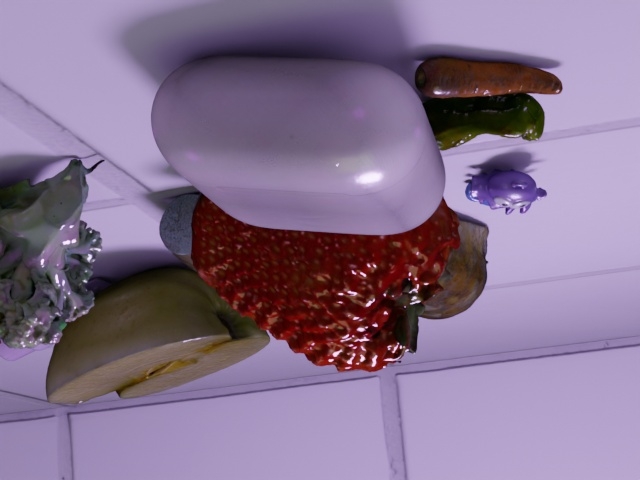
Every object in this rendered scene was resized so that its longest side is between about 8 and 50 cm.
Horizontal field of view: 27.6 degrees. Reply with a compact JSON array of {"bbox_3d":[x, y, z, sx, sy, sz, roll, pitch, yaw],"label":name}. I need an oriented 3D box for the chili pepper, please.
[{"bbox_3d":[0.161,-0.138,1.533,0.204,0.073,0.072,-4,-155,37],"label":"chili pepper"}]

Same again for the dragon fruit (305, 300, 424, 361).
[{"bbox_3d":[0.032,0.019,2.029,0.302,0.240,0.330,-30,-163,-18],"label":"dragon fruit"}]

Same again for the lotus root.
[{"bbox_3d":[0.163,0.063,2.215,0.267,0.149,0.260,-11,165,32],"label":"lotus root"}]

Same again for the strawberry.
[{"bbox_3d":[0.000,0.000,1.743,0.351,0.267,0.312,21,121,0],"label":"strawberry"}]

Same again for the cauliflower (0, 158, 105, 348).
[{"bbox_3d":[-0.383,-0.001,1.698,0.256,0.239,0.315,41,127,-10],"label":"cauliflower"}]

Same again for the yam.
[{"bbox_3d":[-0.158,0.003,1.945,0.106,0.106,0.259,-9,164,13],"label":"yam"}]

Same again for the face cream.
[{"bbox_3d":[-0.478,0.133,2.399,0.274,0.096,0.154,-25,157,19],"label":"face cream"}]

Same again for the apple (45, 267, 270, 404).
[{"bbox_3d":[-0.276,0.190,2.283,0.360,0.320,0.312,-27,118,30],"label":"apple"}]

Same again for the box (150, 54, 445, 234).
[{"bbox_3d":[-0.014,-0.099,1.436,0.288,0.141,0.349,5,169,13],"label":"box"}]

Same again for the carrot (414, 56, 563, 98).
[{"bbox_3d":[0.192,-0.180,1.451,0.191,0.047,0.047,-3,167,-26],"label":"carrot"}]

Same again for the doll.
[{"bbox_3d":[0.264,-0.070,1.883,0.110,0.067,0.206,5,176,-5],"label":"doll"}]
